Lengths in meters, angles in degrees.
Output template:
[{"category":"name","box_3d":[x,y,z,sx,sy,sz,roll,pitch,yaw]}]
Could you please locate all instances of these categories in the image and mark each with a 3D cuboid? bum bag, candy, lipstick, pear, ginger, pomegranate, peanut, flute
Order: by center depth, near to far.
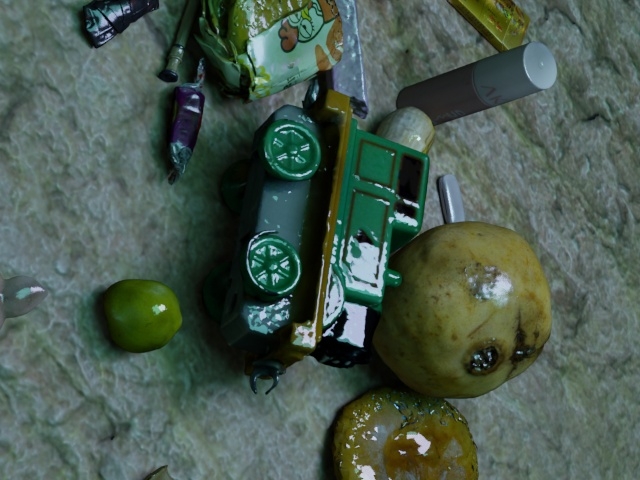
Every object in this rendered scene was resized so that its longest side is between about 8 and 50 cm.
[{"category":"pear","box_3d":[-0.214,0.085,1.604,0.097,0.092,0.092,45,54,-4]},{"category":"ginger","box_3d":[-0.194,0.293,1.613,0.097,0.030,0.048,-1,109,-37]},{"category":"bum bag","box_3d":[-0.251,-0.292,1.687,0.124,0.034,0.058,-46,124,-36]},{"category":"candy","box_3d":[-0.174,-0.153,1.714,0.043,0.045,0.175,15,68,-16]},{"category":"flute","box_3d":[-0.166,-0.311,1.766,0.027,0.027,0.233,31,63,-31]},{"category":"pomegranate","box_3d":[0.187,0.092,1.824,0.260,0.260,0.261,10,75,-38]},{"category":"peanut","box_3d":[0.097,-0.110,1.903,0.087,0.087,0.207,46,55,-23]},{"category":"lipstick","box_3d":[0.219,-0.218,1.915,0.070,0.254,0.070,10,75,-38]}]

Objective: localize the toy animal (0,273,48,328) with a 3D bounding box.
[{"category":"toy animal","box_3d":[-0.430,0.015,1.409,0.165,0.149,0.248,-41,96,-22]}]

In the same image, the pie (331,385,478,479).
[{"category":"pie","box_3d":[0.123,0.319,1.846,0.273,0.069,0.273,14,69,-41]}]

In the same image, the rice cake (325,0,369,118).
[{"category":"rice cake","box_3d":[0.023,-0.350,1.873,0.056,0.073,0.365,-6,95,-1]}]

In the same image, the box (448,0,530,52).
[{"category":"box","box_3d":[0.272,-0.368,2.144,0.156,0.022,0.089,40,59,-27]}]

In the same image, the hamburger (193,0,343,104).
[{"category":"hamburger","box_3d":[-0.076,-0.306,1.772,0.214,0.125,0.235,-22,109,-50]}]

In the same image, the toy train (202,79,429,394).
[{"category":"toy train","box_3d":[0.000,0.000,1.705,0.249,0.178,0.429,16,67,-19]}]

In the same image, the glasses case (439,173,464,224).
[{"category":"glasses case","box_3d":[0.198,-0.059,2.017,0.032,0.021,0.083,-9,86,-43]}]
